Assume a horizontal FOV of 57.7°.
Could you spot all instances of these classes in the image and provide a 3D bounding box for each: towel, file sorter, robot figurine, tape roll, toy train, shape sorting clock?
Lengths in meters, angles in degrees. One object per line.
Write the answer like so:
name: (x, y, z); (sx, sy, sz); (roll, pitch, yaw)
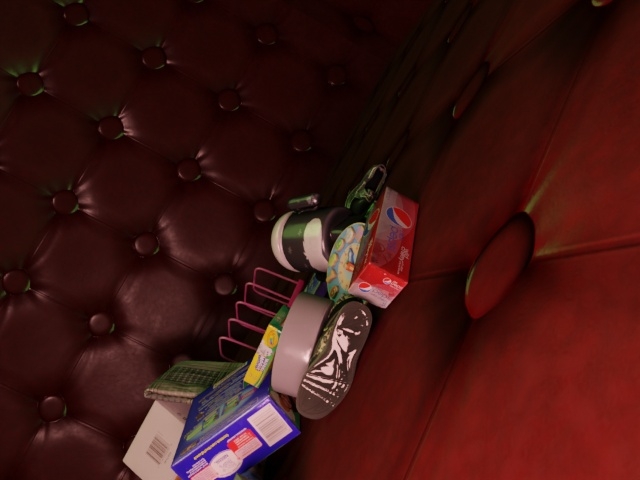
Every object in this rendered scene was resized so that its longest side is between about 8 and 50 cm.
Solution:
towel: (-0.307, 0.408, 1.691); (0.312, 0.324, 0.056); (-20, -65, -85)
file sorter: (-0.198, 0.267, 1.937); (0.202, 0.182, 0.291); (104, -172, -57)
robot figurine: (0.001, -0.003, 1.509); (0.278, 0.173, 0.209); (-3, 76, 42)
tape roll: (-0.033, 0.223, 1.238); (0.219, 0.072, 0.219); (14, -90, -80)
toy train: (0.143, -0.079, 1.639); (0.083, 0.023, 0.017); (-58, 8, 28)
shape sorting clock: (0.070, 0.060, 1.302); (0.206, 0.040, 0.206); (-30, 52, 48)

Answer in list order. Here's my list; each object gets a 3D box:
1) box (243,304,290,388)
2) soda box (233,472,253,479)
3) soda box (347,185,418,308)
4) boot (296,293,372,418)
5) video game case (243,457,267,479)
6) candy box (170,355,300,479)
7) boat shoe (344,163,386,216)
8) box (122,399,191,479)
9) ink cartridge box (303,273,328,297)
box: (-0.112, 0.239, 1.266); (0.179, 0.043, 0.105); (-63, -5, 24)
soda box: (-0.107, 0.481, 0.994); (0.091, 0.098, 0.286); (-64, 8, -17)
soda box: (0.131, 0.008, 1.159); (0.092, 0.083, 0.263); (-57, 9, 39)
boot: (0.030, 0.215, 1.132); (0.178, 0.085, 0.237); (-70, 5, -85)
video game case: (-0.237, 0.570, 1.445); (0.269, 0.061, 0.244); (-44, 11, 13)
candy box: (-0.185, 0.407, 1.362); (0.268, 0.122, 0.317); (-36, 12, 4)
boat shoe: (0.135, -0.143, 1.738); (0.206, 0.075, 0.065); (-59, 3, -13)
box: (-0.371, 0.565, 1.717); (0.215, 0.168, 0.345); (-61, -19, 10)
ink cartridge box: (-0.028, 0.181, 1.766); (0.206, 0.045, 0.208); (-60, 6, 19)
